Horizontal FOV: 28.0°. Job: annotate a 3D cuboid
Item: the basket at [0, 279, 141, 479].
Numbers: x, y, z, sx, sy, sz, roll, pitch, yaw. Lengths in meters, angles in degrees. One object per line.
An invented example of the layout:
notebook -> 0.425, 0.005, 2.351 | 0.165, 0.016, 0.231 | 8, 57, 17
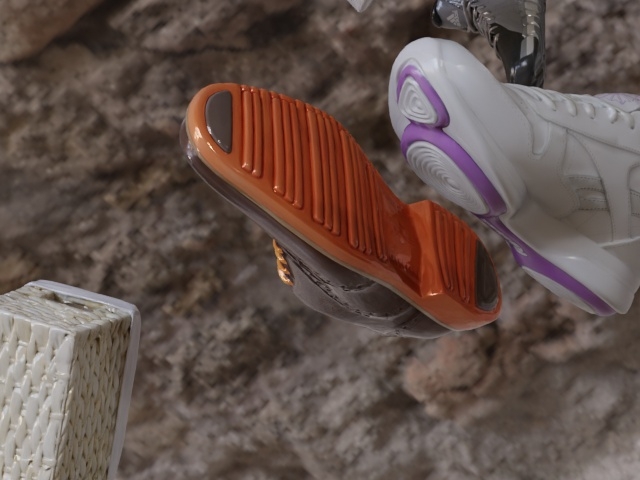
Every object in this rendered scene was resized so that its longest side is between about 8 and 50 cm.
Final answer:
basket -> -0.233, 0.128, 1.084 | 0.113, 0.103, 0.167 | 14, 99, 21

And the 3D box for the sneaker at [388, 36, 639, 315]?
sneaker -> 0.159, -0.070, 0.915 | 0.152, 0.305, 0.114 | -54, 43, -3

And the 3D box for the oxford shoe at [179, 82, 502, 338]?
oxford shoe -> 0.000, 0.000, 1.055 | 0.133, 0.364, 0.130 | -25, 47, 32

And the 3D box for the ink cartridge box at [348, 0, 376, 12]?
ink cartridge box -> 0.084, -0.337, 1.283 | 0.148, 0.086, 0.203 | -41, -4, -17

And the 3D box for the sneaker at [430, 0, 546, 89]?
sneaker -> 0.190, -0.239, 1.468 | 0.132, 0.086, 0.228 | -1, 44, 13
